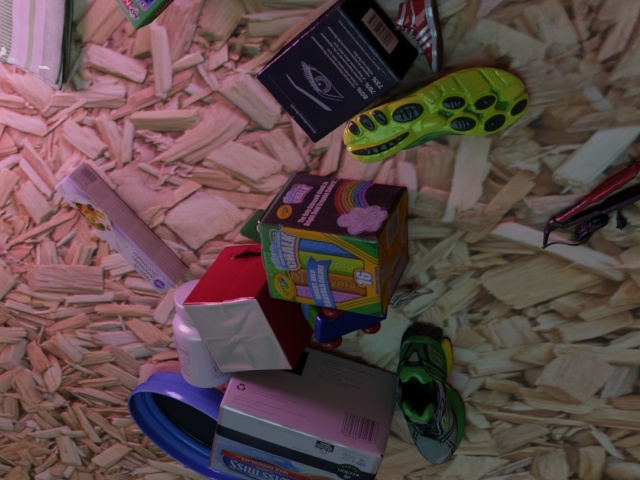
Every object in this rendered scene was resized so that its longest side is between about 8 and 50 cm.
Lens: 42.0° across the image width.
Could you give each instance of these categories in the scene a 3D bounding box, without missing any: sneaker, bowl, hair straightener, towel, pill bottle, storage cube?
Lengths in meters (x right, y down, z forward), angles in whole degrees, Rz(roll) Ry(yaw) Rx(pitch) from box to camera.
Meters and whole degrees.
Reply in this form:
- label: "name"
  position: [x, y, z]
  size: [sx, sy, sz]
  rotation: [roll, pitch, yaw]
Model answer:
- label: "sneaker"
  position: [0.180, -0.209, 1.331]
  size: [0.296, 0.123, 0.109]
  rotation: [-13, 106, 12]
- label: "sneaker"
  position: [0.209, 0.344, 1.719]
  size: [0.134, 0.146, 0.343]
  rotation: [1, 126, 25]
- label: "bowl"
  position: [-0.291, 0.466, 2.055]
  size: [0.391, 0.077, 0.391]
  rotation: [21, 143, 17]
- label: "sneaker"
  position: [0.152, -0.317, 1.296]
  size: [0.067, 0.042, 0.118]
  rotation: [-1, 117, 21]
- label: "hair straightener"
  position: [0.459, -0.037, 1.368]
  size: [0.089, 0.047, 0.230]
  rotation: [41, 132, -9]
- label: "towel"
  position: [-0.619, -0.443, 1.568]
  size: [0.325, 0.038, 0.247]
  rotation: [24, 131, 6]
- label: "pill bottle"
  position: [-0.257, 0.204, 1.840]
  size: [0.131, 0.131, 0.229]
  rotation: [11, 130, 17]
- label: "storage cube"
  position: [-0.126, 0.136, 1.683]
  size: [0.184, 0.193, 0.214]
  rotation: [-7, 121, 29]

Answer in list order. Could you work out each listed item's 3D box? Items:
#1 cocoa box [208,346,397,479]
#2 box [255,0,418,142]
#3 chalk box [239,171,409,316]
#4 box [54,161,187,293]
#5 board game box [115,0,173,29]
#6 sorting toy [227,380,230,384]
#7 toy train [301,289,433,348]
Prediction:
- label: "cocoa box"
  position: [-0.035, 0.389, 1.788]
  size: [0.347, 0.231, 0.227]
  rotation: [17, 130, 3]
- label: "box"
  position: [0.025, -0.281, 1.341]
  size: [0.207, 0.108, 0.153]
  rotation: [-29, 110, 39]
- label: "chalk box"
  position: [0.000, 0.000, 1.528]
  size: [0.289, 0.180, 0.179]
  rotation: [9, 128, 21]
- label: "box"
  position: [-0.424, -0.024, 1.785]
  size: [0.063, 0.067, 0.324]
  rotation: [-29, 110, 40]
- label: "board game box"
  position: [-0.320, -0.520, 1.307]
  size: [0.214, 0.046, 0.317]
  rotation: [-25, 103, 47]
- label: "sorting toy"
  position: [-0.193, 0.326, 1.968]
  size: [0.075, 0.045, 0.083]
  rotation: [42, 125, 3]
- label: "toy train"
  position: [0.076, 0.101, 1.620]
  size: [0.143, 0.248, 0.105]
  rotation: [50, 148, 41]
